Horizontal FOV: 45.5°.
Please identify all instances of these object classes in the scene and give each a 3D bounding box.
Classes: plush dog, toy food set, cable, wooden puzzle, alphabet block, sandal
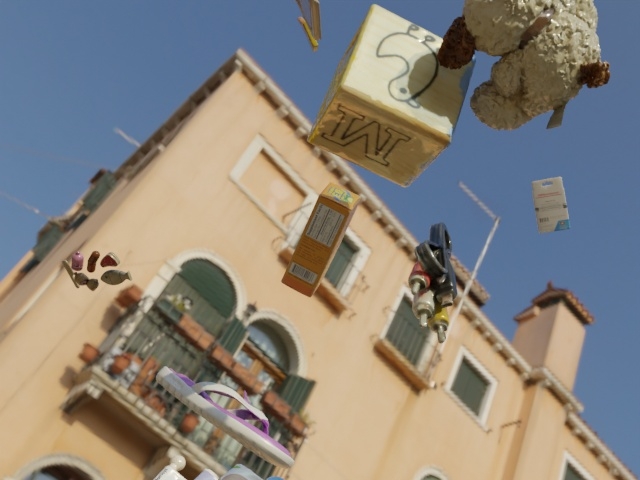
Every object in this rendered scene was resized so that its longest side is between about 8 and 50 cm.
[{"bbox_3d":[0.310,-0.313,1.159,0.225,0.210,0.262,37,-84,-17],"label":"plush dog"},{"bbox_3d":[-0.383,0.049,1.285,0.122,0.019,0.078,-14,-70,26],"label":"toy food set"},{"bbox_3d":[0.172,0.033,1.228,0.072,0.287,0.139,-21,-66,14],"label":"cable"},{"bbox_3d":[-0.016,-0.273,0.865,0.116,0.014,0.078,91,-26,-72],"label":"wooden puzzle"},{"bbox_3d":[0.116,-0.235,1.278,0.197,0.192,0.193,24,-26,-8],"label":"alphabet block"},{"bbox_3d":[-0.214,0.370,1.717,0.416,0.102,0.169,25,-19,32],"label":"sandal"}]

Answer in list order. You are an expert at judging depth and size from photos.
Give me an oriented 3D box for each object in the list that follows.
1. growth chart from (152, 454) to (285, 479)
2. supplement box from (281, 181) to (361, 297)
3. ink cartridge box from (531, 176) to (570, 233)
[{"bbox_3d":[-0.070,0.269,0.701,0.237,0.172,0.021,12,-64,15],"label":"growth chart"},{"bbox_3d":[0.000,0.000,1.569,0.080,0.078,0.233,29,-60,4],"label":"supplement box"},{"bbox_3d":[0.361,-0.057,1.200,0.048,0.028,0.083,-9,-83,15],"label":"ink cartridge box"}]
